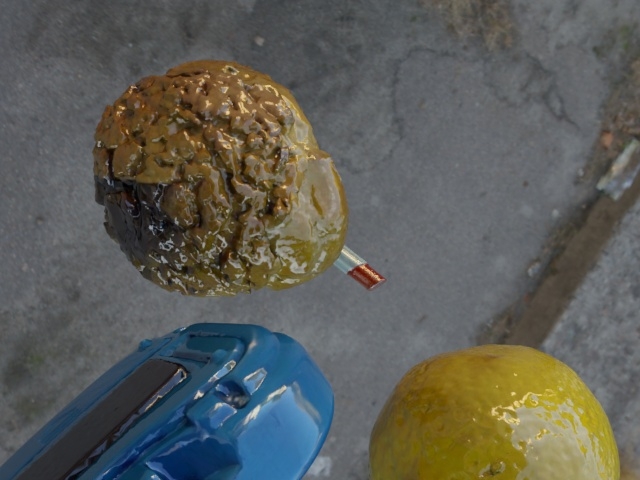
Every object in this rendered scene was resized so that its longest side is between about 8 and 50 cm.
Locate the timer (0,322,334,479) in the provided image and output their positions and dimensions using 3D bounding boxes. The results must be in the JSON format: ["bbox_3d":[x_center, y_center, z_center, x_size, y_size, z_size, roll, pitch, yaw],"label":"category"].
[{"bbox_3d":[-0.160,0.196,0.617,0.340,0.309,0.115,-43,107,-26],"label":"timer"}]

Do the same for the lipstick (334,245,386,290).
[{"bbox_3d":[0.000,0.000,1.357,0.068,0.274,0.061,-47,166,-20],"label":"lipstick"}]

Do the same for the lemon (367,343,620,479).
[{"bbox_3d":[0.222,0.283,0.981,0.335,0.336,0.336,-17,125,-27],"label":"lemon"}]

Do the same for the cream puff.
[{"bbox_3d":[-0.144,-0.056,0.961,0.231,0.343,0.327,-31,157,-38],"label":"cream puff"}]
